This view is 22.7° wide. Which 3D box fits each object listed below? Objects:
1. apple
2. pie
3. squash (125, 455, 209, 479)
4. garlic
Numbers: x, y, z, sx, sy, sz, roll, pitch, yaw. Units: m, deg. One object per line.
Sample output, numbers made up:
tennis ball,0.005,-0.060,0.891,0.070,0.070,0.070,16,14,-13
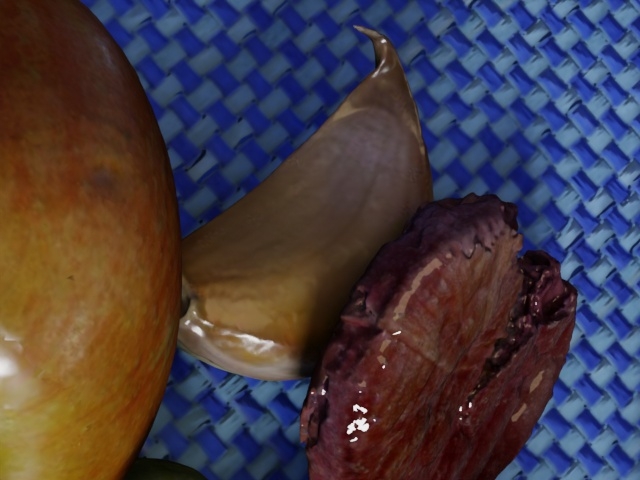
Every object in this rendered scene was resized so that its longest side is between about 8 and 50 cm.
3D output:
apple,-0.194,0.031,0.751,0.301,0.301,0.302,4,78,-17
pie,0.068,0.073,0.888,0.054,0.219,0.204,27,69,31
squash,-0.086,0.154,0.802,0.094,0.224,0.094,2,82,-11
garlic,-0.006,-0.002,0.911,0.128,0.115,0.207,41,72,-6
